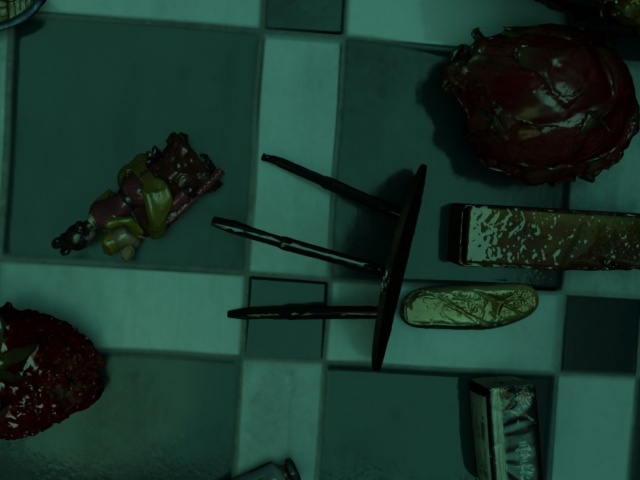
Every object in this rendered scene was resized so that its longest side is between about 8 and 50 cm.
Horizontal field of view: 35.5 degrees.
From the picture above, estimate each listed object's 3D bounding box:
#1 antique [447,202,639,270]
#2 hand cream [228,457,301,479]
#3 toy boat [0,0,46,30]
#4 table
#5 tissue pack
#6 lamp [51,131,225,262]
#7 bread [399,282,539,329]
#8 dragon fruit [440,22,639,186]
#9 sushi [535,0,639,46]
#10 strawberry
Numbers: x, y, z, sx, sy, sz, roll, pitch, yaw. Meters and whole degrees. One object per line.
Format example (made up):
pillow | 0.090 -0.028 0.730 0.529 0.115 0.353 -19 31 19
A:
antique | 0.356 -0.004 1.530 0.310 0.087 0.093 2 93 -6
hand cream | -0.151 0.402 1.508 0.256 0.055 0.088 -27 102 -2
toy boat | -0.504 -0.346 1.433 0.223 0.097 0.100 -4 95 -5
table | 0.000 0.000 1.446 0.249 0.317 0.317 13 90 8
tissue pack | 0.282 0.297 1.522 0.090 0.103 0.170 -3 92 -10
lamp | -0.264 -0.046 1.458 0.253 0.118 0.118 -43 95 -4
bread | 0.226 0.102 1.537 0.214 0.053 0.073 -4 88 -3
dragon fruit | 0.315 -0.195 1.445 0.298 0.244 0.244 19 90 -3
sushi | 0.394 -0.384 1.378 0.417 0.417 0.176 28 99 -6
strawberry | -0.405 0.191 1.429 0.201 0.187 0.184 13 126 -40
